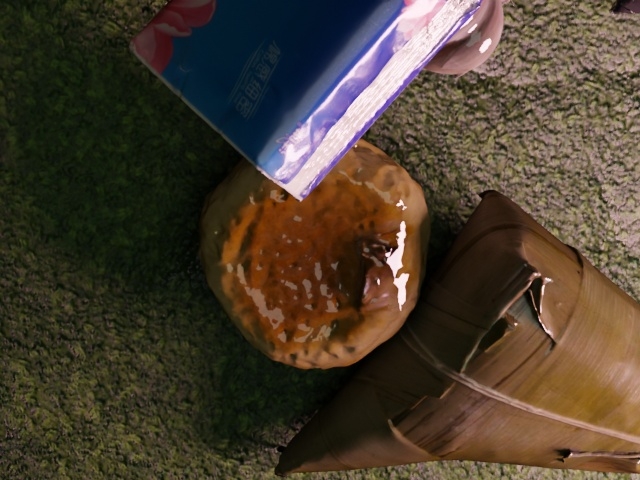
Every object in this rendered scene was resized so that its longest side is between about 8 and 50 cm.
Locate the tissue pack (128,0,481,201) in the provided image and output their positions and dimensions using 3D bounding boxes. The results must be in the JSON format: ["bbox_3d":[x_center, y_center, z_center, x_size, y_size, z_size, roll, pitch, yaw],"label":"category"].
[{"bbox_3d":[-0.012,-0.204,1.741,0.270,0.137,0.209,-46,71,3],"label":"tissue pack"}]

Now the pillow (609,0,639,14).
[{"bbox_3d":[0.374,-0.270,1.923,0.150,0.048,0.090,3,97,-7],"label":"pillow"}]

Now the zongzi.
[{"bbox_3d":[0.234,0.204,1.984,0.447,0.181,0.418,36,111,-20],"label":"zongzi"}]

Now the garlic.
[{"bbox_3d":[0.089,-0.214,1.858,0.194,0.127,0.131,-30,114,16],"label":"garlic"}]

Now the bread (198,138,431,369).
[{"bbox_3d":[0.000,0.000,1.878,0.244,0.134,0.244,1,108,4],"label":"bread"}]
